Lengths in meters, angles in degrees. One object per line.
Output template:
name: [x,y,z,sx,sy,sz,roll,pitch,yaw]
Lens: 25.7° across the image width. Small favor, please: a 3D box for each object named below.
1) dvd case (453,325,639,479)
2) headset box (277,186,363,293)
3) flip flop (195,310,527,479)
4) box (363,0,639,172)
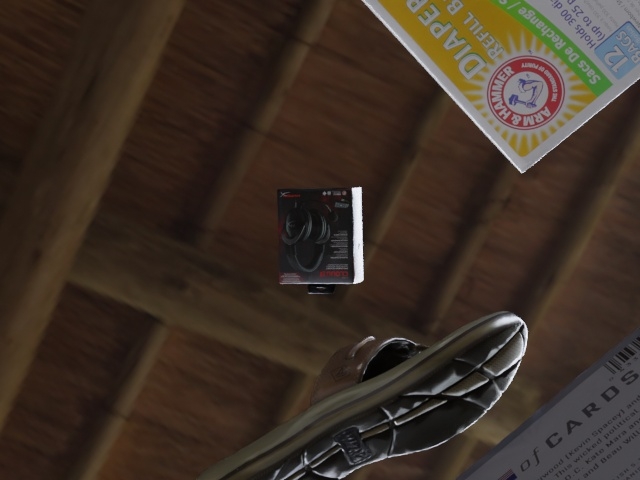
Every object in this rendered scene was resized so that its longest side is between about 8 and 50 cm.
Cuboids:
dvd case: [0.077,0.099,0.362,0.179,0.029,0.238,-39,10,2]
headset box: [0.000,0.000,1.103,0.032,0.062,0.083,-8,-82,-73]
flip flop: [0.027,0.119,1.032,0.277,0.080,0.112,-27,-35,-5]
box: [0.079,-0.153,0.730,0.114,0.203,0.103,-41,14,17]
